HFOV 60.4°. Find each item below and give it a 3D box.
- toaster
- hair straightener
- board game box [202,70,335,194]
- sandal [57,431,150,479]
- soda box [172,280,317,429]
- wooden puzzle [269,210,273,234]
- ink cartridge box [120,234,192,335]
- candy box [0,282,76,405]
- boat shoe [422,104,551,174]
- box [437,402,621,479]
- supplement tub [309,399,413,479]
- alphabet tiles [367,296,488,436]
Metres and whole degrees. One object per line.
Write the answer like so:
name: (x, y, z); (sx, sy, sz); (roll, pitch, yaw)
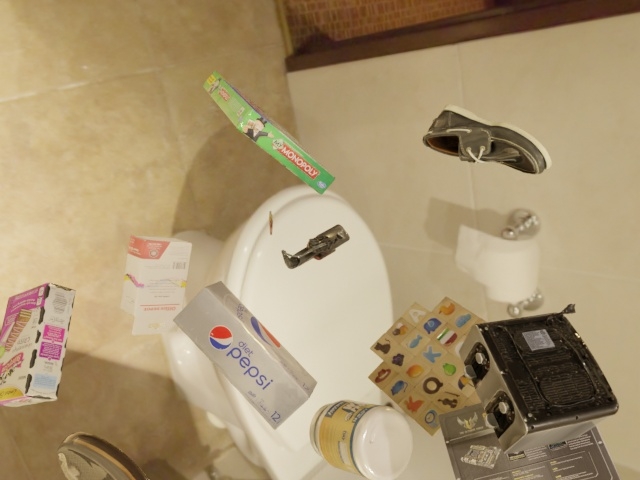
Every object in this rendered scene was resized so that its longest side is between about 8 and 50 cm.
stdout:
toaster: (0.312, 0.198, 0.797); (0.186, 0.168, 0.110); (-6, 142, -17)
hair straightener: (0.000, 0.000, 0.979); (0.047, 0.089, 0.230); (55, 25, 10)
board game box: (-0.111, -0.222, 1.099); (0.213, 0.317, 0.046); (36, 99, -35)
sandal: (-0.132, 0.232, 0.371); (0.060, 0.090, 0.219); (-14, 68, -48)
soda box: (-0.141, 0.215, 1.061); (0.098, 0.286, 0.091); (-45, 176, 10)
wooden puzzle: (-0.137, -0.048, 1.520); (0.006, 0.083, 0.049); (-3, 60, -9)
ink cartridge box: (-0.349, 0.094, 1.159); (0.115, 0.067, 0.198); (6, 96, -47)
candy box: (-0.605, 0.220, 1.152); (0.071, 0.159, 0.233); (29, 52, -49)
boat shoe: (0.263, -0.148, 0.888); (0.079, 0.233, 0.084); (-44, 132, -8)
box: (0.321, 0.335, 0.860); (0.056, 0.231, 0.183); (49, 23, -53)
supplement tub: (0.080, 0.413, 1.155); (0.144, 0.200, 0.144); (6, 78, -33)
alphabet tiles: (0.279, 0.282, 1.283); (0.285, 0.342, 0.011); (-44, 130, -10)
